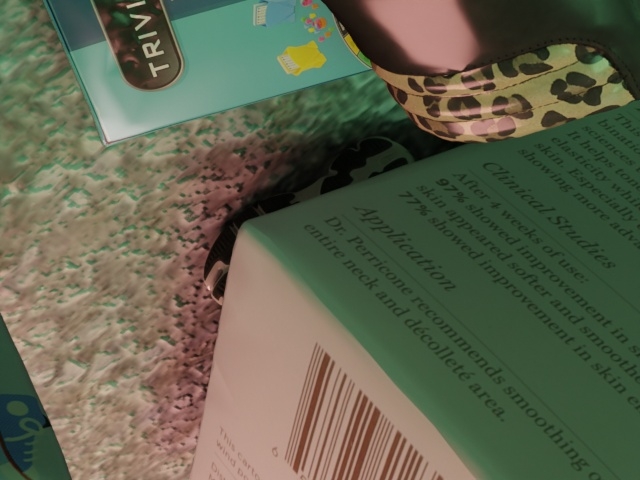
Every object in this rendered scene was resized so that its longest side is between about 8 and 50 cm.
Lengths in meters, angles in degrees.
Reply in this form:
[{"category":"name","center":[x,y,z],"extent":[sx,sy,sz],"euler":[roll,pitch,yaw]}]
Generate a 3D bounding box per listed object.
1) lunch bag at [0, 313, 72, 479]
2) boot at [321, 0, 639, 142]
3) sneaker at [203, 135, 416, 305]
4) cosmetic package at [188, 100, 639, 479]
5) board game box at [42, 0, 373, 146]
[{"category":"lunch bag","center":[-0.328,0.159,0.721],"extent":[0.386,0.328,0.239],"euler":[-22,136,-16]},{"category":"boot","center":[0.118,-0.202,0.593],"extent":[0.377,0.138,0.284],"euler":[-26,135,18]},{"category":"sneaker","center":[0.000,0.000,0.981],"extent":[0.170,0.068,0.071],"euler":[-31,144,-5]},{"category":"cosmetic package","center":[0.167,0.144,0.972],"extent":[0.394,0.329,0.327],"euler":[-20,139,-33]},{"category":"board game box","center":[0.007,-0.205,0.722],"extent":[0.336,0.079,0.253],"euler":[-15,137,1]}]
